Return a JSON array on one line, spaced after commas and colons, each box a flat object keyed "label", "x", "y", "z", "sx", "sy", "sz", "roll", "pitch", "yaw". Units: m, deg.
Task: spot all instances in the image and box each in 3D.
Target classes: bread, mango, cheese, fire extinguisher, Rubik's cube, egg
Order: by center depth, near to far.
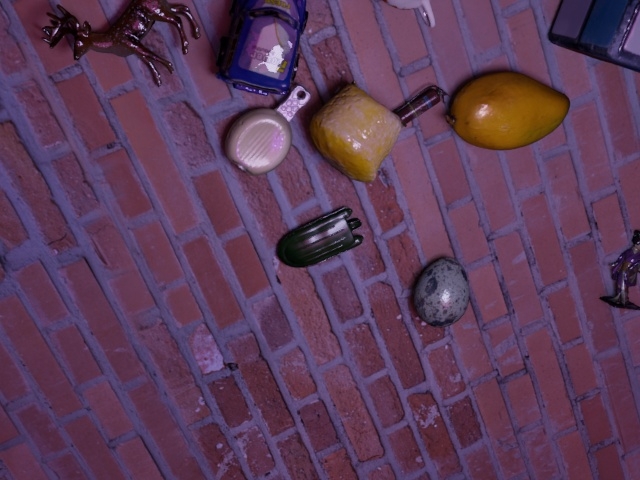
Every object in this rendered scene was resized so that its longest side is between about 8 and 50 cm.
[{"label": "Rubik's cube", "x": 0.721, "y": -0.505, "z": 1.724, "sx": 0.313, "sy": 0.318, "sz": 0.316, "roll": 14, "pitch": 108, "yaw": -15}, {"label": "bread", "x": 0.073, "y": -0.229, "z": 1.782, "sx": 0.197, "sy": 0.197, "sz": 0.170, "roll": 42, "pitch": 87, "yaw": -22}, {"label": "cheese", "x": -0.106, "y": -0.246, "z": 1.799, "sx": 0.137, "sy": 0.064, "sz": 0.227, "roll": 38, "pitch": 101, "yaw": -25}, {"label": "fire extinguisher", "x": 0.225, "y": -0.306, "z": 1.855, "sx": 0.132, "sy": 0.039, "sz": 0.056, "roll": -33, "pitch": 122, "yaw": 3}, {"label": "mango", "x": 0.424, "y": -0.292, "z": 1.862, "sx": 0.316, "sy": 0.119, "sz": 0.177, "roll": -3, "pitch": 108, "yaw": -19}, {"label": "egg", "x": 0.293, "y": 0.124, "z": 1.979, "sx": 0.132, "sy": 0.132, "sz": 0.172, "roll": 12, "pitch": 96, "yaw": -15}]

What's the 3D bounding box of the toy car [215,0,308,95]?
[{"label": "toy car", "x": -0.110, "y": -0.413, "z": 1.679, "sx": 0.172, "sy": 0.158, "sz": 0.235, "roll": 11, "pitch": 101, "yaw": -14}]

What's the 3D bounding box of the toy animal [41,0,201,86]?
[{"label": "toy animal", "x": -0.401, "y": -0.430, "z": 1.677, "sx": 0.260, "sy": 0.087, "sz": 0.243, "roll": 38, "pitch": 86, "yaw": -19}]

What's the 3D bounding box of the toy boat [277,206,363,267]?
[{"label": "toy boat", "x": 0.000, "y": 0.000, "z": 1.919, "sx": 0.210, "sy": 0.052, "sz": 0.104, "roll": -25, "pitch": 115, "yaw": 0}]

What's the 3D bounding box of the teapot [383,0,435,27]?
[{"label": "teapot", "x": 0.189, "y": -0.554, "z": 1.727, "sx": 0.159, "sy": 0.116, "sz": 0.246, "roll": -29, "pitch": 119, "yaw": -11}]

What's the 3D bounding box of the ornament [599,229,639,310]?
[{"label": "ornament", "x": 0.783, "y": 0.076, "z": 2.082, "sx": 0.088, "sy": 0.081, "sz": 0.203, "roll": 8, "pitch": 108, "yaw": -14}]
